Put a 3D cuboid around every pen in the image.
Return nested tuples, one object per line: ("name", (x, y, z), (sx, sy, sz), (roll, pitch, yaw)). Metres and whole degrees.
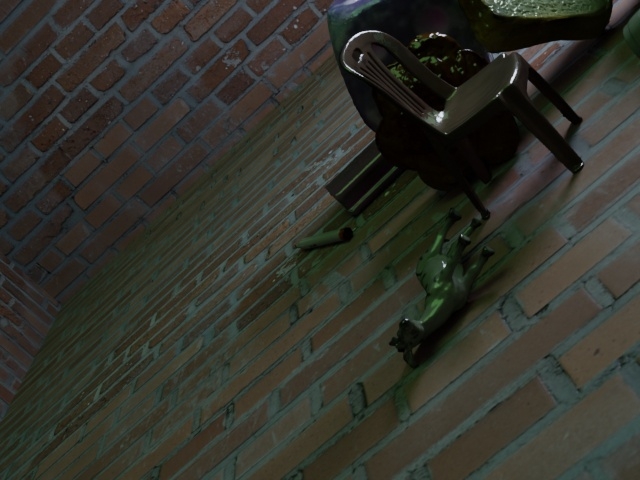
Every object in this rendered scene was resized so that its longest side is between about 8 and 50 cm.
("pen", (0.000, 0.000, 1.802), (0.026, 0.026, 0.218), (-52, 18, -24))

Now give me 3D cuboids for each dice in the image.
("dice", (0.182, -0.379, 1.744), (0.271, 0.270, 0.270), (-17, 23, 16))

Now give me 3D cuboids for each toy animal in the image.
("toy animal", (0.159, 0.057, 1.215), (0.176, 0.073, 0.217), (-55, 8, 20))

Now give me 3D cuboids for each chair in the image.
("chair", (0.205, -0.211, 1.297), (0.183, 0.326, 0.175), (-35, 21, 32))

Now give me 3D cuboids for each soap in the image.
("soap", (0.109, -0.146, 1.824), (0.203, 0.065, 0.122), (-43, 17, 2))

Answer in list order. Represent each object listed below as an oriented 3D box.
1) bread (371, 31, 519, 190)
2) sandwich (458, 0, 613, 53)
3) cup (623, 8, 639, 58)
("bread", (0.195, -0.214, 1.485), (0.232, 0.246, 0.135), (-28, 6, 22))
("sandwich", (0.360, -0.429, 1.545), (0.251, 0.226, 0.087), (-12, -30, -15))
("cup", (0.497, -0.312, 1.240), (0.141, 0.120, 0.120), (-45, 11, 47))
